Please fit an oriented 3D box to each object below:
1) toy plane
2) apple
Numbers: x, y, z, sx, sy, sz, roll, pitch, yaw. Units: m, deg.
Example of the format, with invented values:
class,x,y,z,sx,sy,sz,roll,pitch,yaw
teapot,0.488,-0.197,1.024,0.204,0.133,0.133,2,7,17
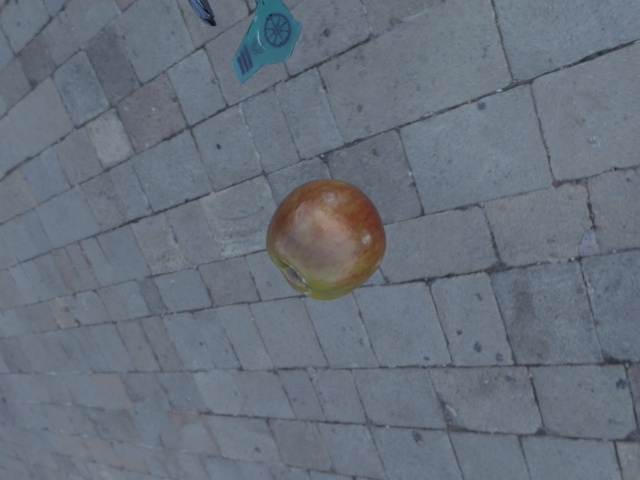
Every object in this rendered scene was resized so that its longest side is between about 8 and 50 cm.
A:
class,x,y,z,sx,sy,sz,roll,pitch,yaw
toy plane,-0.119,-0.360,0.415,0.155,0.106,0.382,-26,97,32
apple,0.000,0.000,0.984,0.301,0.301,0.302,12,115,26
